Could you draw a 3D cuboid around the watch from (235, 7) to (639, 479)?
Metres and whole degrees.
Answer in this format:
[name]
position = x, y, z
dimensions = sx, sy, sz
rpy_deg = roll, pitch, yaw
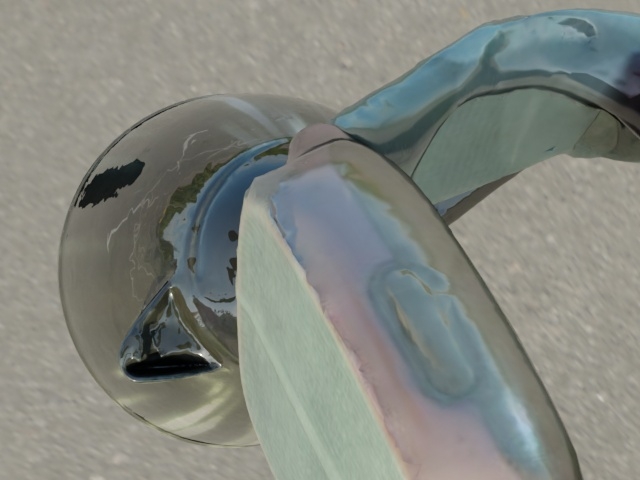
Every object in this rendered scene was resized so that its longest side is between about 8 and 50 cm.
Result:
[watch]
position = 0.102, 0.030, 0.691
dimensions = 0.241, 0.162, 0.253
rpy_deg = -16, 55, -18

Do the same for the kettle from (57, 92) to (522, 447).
[kettle]
position = -0.008, 0.015, 1.025
dimensions = 0.250, 0.271, 0.207
rpy_deg = 3, 87, -12
